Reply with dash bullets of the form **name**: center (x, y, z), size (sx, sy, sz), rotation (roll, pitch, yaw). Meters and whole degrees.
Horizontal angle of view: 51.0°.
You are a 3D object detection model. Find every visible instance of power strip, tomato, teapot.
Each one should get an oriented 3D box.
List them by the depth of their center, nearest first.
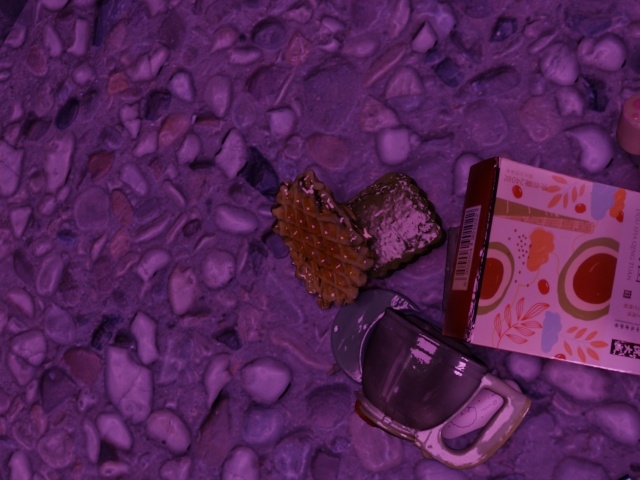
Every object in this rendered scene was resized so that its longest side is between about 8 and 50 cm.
- **teapot**: center (0.222, 0.305, 1.382), size (0.321, 0.239, 0.239), rotation (29, 93, -14)
- **tomato**: center (0.121, 0.369, 1.485), size (0.087, 0.087, 0.075), rotation (35, 90, 21)
- **power strip**: center (0.103, 0.218, 1.531), size (0.167, 0.054, 0.253), rotation (33, 94, 24)

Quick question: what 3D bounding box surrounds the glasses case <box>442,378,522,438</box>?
- **glasses case**: center (0.334, 0.358, 1.424), size (0.197, 0.049, 0.076), rotation (-27, 72, 15)

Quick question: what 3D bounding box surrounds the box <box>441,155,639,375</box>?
- **box**: center (0.456, 0.053, 1.288), size (0.385, 0.122, 0.344), rotation (12, 84, -12)

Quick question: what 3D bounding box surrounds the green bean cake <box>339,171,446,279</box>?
- **green bean cake**: center (0.157, -0.032, 1.517), size (0.214, 0.113, 0.200), rotation (-35, 71, 11)

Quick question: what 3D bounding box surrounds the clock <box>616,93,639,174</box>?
- **clock**: center (0.743, -0.166, 1.259), size (0.284, 0.114, 0.309), rotation (-13, 54, 2)

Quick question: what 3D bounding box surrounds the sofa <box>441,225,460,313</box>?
- **sofa**: center (0.390, 0.072, 1.434), size (0.225, 0.176, 0.210), rotation (5, 83, -8)

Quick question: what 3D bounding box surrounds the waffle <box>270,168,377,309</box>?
- **waffle**: center (0.000, 0.000, 1.517), size (0.073, 0.297, 0.317), rotation (-28, 75, -31)

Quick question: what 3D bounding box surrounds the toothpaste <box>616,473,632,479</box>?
- **toothpaste**: center (0.645, 0.583, 1.274), size (0.065, 0.050, 0.266), rotation (-37, 71, 14)
